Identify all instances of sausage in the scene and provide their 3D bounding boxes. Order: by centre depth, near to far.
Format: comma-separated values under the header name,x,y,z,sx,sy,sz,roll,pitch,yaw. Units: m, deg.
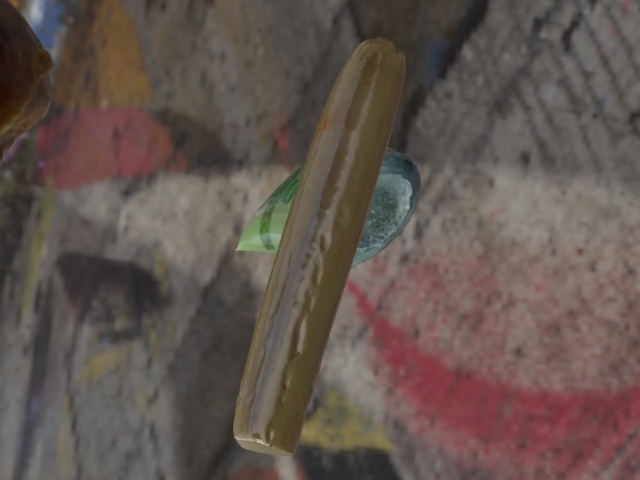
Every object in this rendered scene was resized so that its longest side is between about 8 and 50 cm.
name,x,y,z,sx,sy,sz,roll,pitch,yaw
sausage,0.000,0.000,0.503,0.024,0.024,0.132,-15,57,67

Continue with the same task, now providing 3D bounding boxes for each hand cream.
name,x,y,z,sx,sy,sz,roll,pitch,yaw
hand cream,0.003,-0.022,0.876,0.095,0.046,0.175,-48,16,-6

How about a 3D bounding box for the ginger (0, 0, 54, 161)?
name,x,y,z,sx,sy,sz,roll,pitch,yaw
ginger,-0.343,-0.114,1.059,0.152,0.274,0.357,-29,11,41
